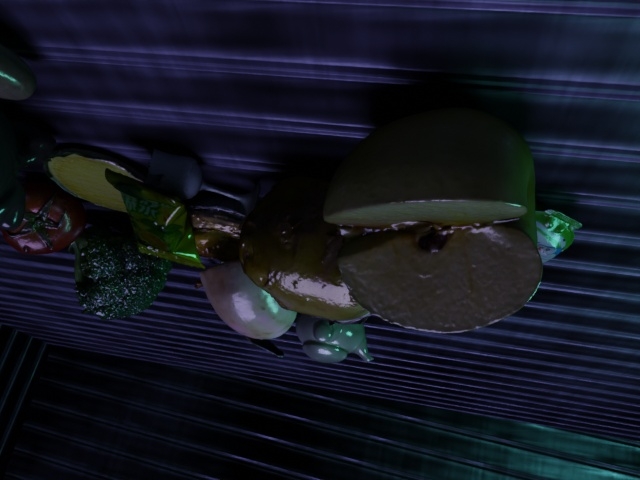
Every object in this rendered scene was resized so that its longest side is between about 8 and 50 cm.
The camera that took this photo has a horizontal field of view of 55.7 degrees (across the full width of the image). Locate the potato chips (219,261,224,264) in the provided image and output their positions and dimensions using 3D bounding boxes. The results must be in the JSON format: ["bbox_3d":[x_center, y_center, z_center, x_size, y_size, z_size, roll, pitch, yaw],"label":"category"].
[{"bbox_3d":[-0.185,0.048,1.476,0.092,0.028,0.207,19,162,-32],"label":"potato chips"}]

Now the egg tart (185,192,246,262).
[{"bbox_3d":[-0.199,-0.025,1.226,0.234,0.094,0.234,7,157,3],"label":"egg tart"}]

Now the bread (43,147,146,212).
[{"bbox_3d":[-0.429,-0.118,1.197,0.229,0.033,0.228,9,156,4],"label":"bread"}]

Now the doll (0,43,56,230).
[{"bbox_3d":[-0.558,-0.165,0.882,0.379,0.252,0.382,-10,156,42],"label":"doll"}]

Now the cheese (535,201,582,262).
[{"bbox_3d":[0.295,0.001,1.052,0.204,0.083,0.320,23,155,-25],"label":"cheese"}]

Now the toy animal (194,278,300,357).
[{"bbox_3d":[-0.173,0.139,1.607,0.302,0.225,0.284,23,177,-6],"label":"toy animal"}]

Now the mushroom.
[{"bbox_3d":[-0.133,0.122,1.219,0.236,0.162,0.173,-13,172,20],"label":"mushroom"}]

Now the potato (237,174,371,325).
[{"bbox_3d":[0.000,0.000,0.995,0.300,0.246,0.196,-10,153,31],"label":"potato"}]

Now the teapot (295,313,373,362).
[{"bbox_3d":[0.006,0.262,1.743,0.220,0.149,0.318,-4,154,30],"label":"teapot"}]

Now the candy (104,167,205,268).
[{"bbox_3d":[-0.293,-0.034,1.099,0.149,0.069,0.246,19,144,12],"label":"candy"}]

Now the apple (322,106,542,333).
[{"bbox_3d":[0.153,-0.042,0.807,0.258,0.233,0.295,-4,135,26],"label":"apple"}]

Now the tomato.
[{"bbox_3d":[-0.589,-0.050,1.300,0.167,0.167,0.167,10,158,4],"label":"tomato"}]

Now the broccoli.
[{"bbox_3d":[-0.478,0.058,1.437,0.245,0.265,0.294,50,151,-6],"label":"broccoli"}]

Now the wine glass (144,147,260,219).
[{"bbox_3d":[-0.209,-0.099,1.072,0.196,0.079,0.079,18,157,-15],"label":"wine glass"}]
